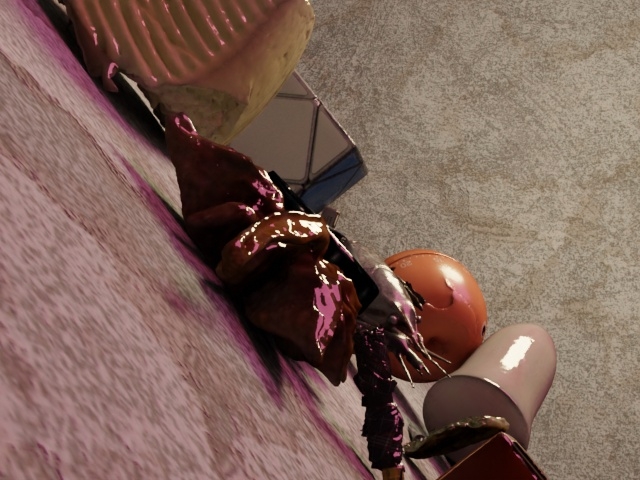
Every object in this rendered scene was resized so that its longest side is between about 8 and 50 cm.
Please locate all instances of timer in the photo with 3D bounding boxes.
[{"bbox_3d":[0.179,0.133,1.567,0.230,0.229,0.215,51,12,-24],"label":"timer"}]

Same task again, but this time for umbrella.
[{"bbox_3d":[0.053,0.152,0.802,0.037,0.040,0.144,-2,80,-38],"label":"umbrella"}]

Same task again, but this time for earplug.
[{"bbox_3d":[0.308,0.229,1.465,0.172,0.172,0.301,52,38,2],"label":"earplug"}]

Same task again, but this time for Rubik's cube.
[{"bbox_3d":[-0.063,-0.148,1.492,0.207,0.205,0.205,54,3,11],"label":"Rubik's cube"}]

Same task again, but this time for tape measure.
[{"bbox_3d":[-0.015,0.025,1.087,0.182,0.107,0.181,50,0,-35],"label":"tape measure"}]

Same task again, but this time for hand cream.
[{"bbox_3d":[0.137,0.282,1.263,0.030,0.019,0.093,50,-4,5],"label":"hand cream"}]

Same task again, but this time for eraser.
[{"bbox_3d":[0.000,0.000,1.535,0.029,0.122,0.052,21,1,8],"label":"eraser"}]

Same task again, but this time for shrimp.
[{"bbox_3d":[0.073,0.111,1.248,0.116,0.145,0.343,19,17,-34],"label":"shrimp"}]

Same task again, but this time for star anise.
[{"bbox_3d":[-0.035,0.019,0.819,0.292,0.109,0.349,48,0,38],"label":"star anise"}]

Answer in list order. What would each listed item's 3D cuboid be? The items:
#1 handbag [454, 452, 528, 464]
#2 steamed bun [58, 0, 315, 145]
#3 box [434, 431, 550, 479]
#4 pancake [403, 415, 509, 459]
[{"bbox_3d":[0.289,0.370,1.566,0.205,0.116,0.179,52,2,23],"label":"handbag"},{"bbox_3d":[-0.170,-0.256,1.094,0.290,0.273,0.272,56,-12,10],"label":"steamed bun"},{"bbox_3d":[0.297,0.411,1.082,0.345,0.122,0.385,52,2,20],"label":"box"},{"bbox_3d":[0.168,0.240,1.079,0.116,0.129,0.023,20,48,-49],"label":"pancake"}]
